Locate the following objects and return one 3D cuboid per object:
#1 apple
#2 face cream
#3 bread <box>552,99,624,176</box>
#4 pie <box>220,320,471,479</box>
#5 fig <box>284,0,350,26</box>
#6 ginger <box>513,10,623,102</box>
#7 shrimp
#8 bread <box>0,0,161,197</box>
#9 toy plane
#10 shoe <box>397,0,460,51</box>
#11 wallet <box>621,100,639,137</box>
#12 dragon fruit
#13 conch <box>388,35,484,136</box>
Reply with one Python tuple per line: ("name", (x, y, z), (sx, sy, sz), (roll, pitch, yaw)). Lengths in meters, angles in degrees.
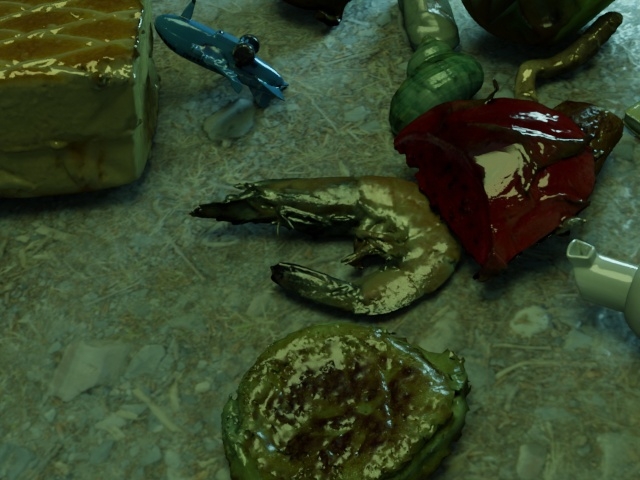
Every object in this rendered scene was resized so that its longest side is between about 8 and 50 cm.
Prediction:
("apple", (0.429, -0.535, 1.917), (0.384, 0.374, 0.374), (5, 45, 30))
("face cream", (0.513, 0.094, 1.425), (0.369, 0.145, 0.145), (20, 51, 26))
("bread", (0.404, -0.147, 1.708), (0.132, 0.103, 0.172), (20, 51, 26))
("pie", (0.033, 0.233, 1.387), (0.288, 0.103, 0.354), (28, 57, 38))
("fig", (0.001, -0.560, 2.124), (0.235, 0.214, 0.235), (-25, 27, 14))
("ginger", (0.453, -0.336, 1.914), (0.288, 0.075, 0.089), (-36, 10, -23))
("shrimp", (0.000, 0.000, 1.648), (0.444, 0.085, 0.272), (8, 52, 10))
("bread", (-0.476, -0.268, 1.835), (0.390, 0.279, 0.371), (-8, 42, 1))
("toy plane", (-0.178, -0.343, 1.920), (0.271, 0.105, 0.254), (35, 19, -11))
("shoe", (0.207, -0.459, 2.054), (0.103, 0.100, 0.251), (-10, 42, -3))
("wallet", (0.606, -0.220, 1.799), (0.155, 0.039, 0.110), (-32, 53, -22))
("dragon fruit", (0.279, -0.134, 1.611), (0.282, 0.100, 0.343), (-28, 52, -4))
("conch", (0.202, -0.274, 1.857), (0.175, 0.122, 0.188), (-17, 36, 26))
